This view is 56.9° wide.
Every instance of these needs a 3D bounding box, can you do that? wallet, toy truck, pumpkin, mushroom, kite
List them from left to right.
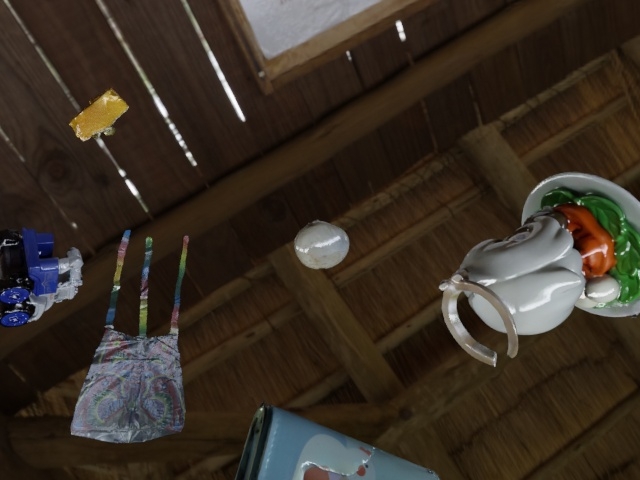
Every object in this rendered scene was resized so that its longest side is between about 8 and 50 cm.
[{"bbox_3d":[-0.608,0.076,1.272,0.177,0.213,0.161,-5,-124,-30],"label":"toy truck"},{"bbox_3d":[-0.303,-0.169,0.815,0.083,0.054,0.074,-38,-156,-4],"label":"pumpkin"},{"bbox_3d":[-0.239,0.124,0.797,0.015,0.152,0.285,-7,-107,51],"label":"kite"},{"bbox_3d":[0.000,0.000,0.910,0.085,0.085,0.079,-22,-142,5],"label":"mushroom"},{"bbox_3d":[0.021,0.311,0.675,0.075,0.251,0.176,-43,-155,48],"label":"wallet"}]

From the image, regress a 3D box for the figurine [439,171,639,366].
[{"bbox_3d":[0.165,0.032,0.450,0.154,0.132,0.132,-26,-150,-26],"label":"figurine"}]
